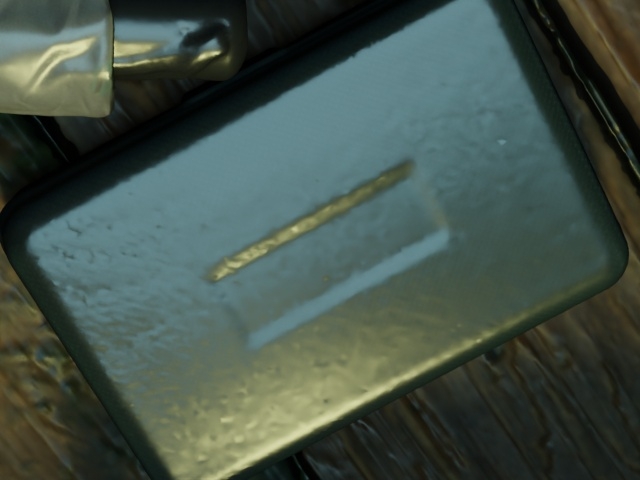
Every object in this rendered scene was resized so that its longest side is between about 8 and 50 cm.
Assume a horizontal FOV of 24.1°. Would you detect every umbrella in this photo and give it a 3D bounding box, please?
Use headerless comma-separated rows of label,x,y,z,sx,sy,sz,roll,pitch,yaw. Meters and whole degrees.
umbrella,-0.196,-0.085,0.566,0.337,0.067,0.073,2,120,-9

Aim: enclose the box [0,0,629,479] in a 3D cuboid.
box,0.000,0.000,0.629,0.230,0.050,0.160,-28,110,3
